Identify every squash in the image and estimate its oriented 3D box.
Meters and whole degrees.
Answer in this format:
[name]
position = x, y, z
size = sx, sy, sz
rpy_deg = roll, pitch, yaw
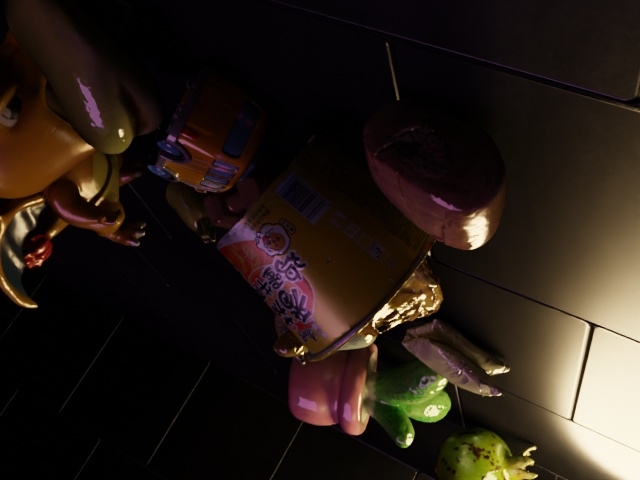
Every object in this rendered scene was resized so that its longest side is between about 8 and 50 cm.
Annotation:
[squash]
position = -0.227, -0.056, 1.504
size = 0.200, 0.075, 0.090
rpy_deg = 42, 158, 54

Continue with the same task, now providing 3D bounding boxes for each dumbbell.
[dumbbell]
position = -0.113, -0.071, 1.262
size = 0.231, 0.082, 0.092
rpy_deg = -16, 95, 65

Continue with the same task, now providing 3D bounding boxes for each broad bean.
[broad bean]
position = -0.319, -0.233, 1.034
size = 0.263, 0.121, 0.189
rpy_deg = 47, 162, -10

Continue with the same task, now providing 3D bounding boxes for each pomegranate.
[pomegranate]
position = 0.396, 0.548, 1.903
size = 0.263, 0.211, 0.211
rpy_deg = -11, 139, 31

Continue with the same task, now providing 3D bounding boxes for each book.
[book]
position = -0.313, -0.324, 1.042
size = 0.135, 0.017, 0.103
rpy_deg = 36, 159, -13

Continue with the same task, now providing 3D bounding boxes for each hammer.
[hammer]
position = -0.012, 0.166, 1.445
size = 0.202, 0.113, 0.305
rpy_deg = -9, -178, 15

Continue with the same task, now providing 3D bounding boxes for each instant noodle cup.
[instant noodle cup]
position = 0.000, 0.000, 1.048
size = 0.200, 0.264, 0.264
rpy_deg = 41, 160, -5

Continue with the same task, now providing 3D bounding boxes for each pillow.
[pillow]
position = 0.241, 0.215, 1.468
size = 0.181, 0.078, 0.134
rpy_deg = 37, 161, -13

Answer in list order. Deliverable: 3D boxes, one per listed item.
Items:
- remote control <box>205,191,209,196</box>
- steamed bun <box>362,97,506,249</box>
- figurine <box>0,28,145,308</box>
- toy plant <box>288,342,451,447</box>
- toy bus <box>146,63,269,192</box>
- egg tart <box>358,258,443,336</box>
[remote control]
position = -0.090, 0.002, 1.493
size = 0.309, 0.038, 0.090
rpy_deg = 44, 157, -31
[steamed bun]
position = 0.130, -0.074, 0.883
size = 0.175, 0.106, 0.145
rpy_deg = 38, 171, 25
[figurine]
position = -0.459, -0.116, 1.308
size = 0.268, 0.401, 0.387
rpy_deg = 0, 155, 23
[toy plant]
position = 0.107, 0.321, 1.756
size = 0.356, 0.210, 0.317
rpy_deg = 11, 154, 16
[toy bus]
position = -0.152, -0.140, 1.107
size = 0.136, 0.126, 0.209
rpy_deg = 26, 162, -13
[egg tart]
position = 0.037, 0.059, 1.317
size = 0.341, 0.129, 0.341
rpy_deg = 28, 159, 12
